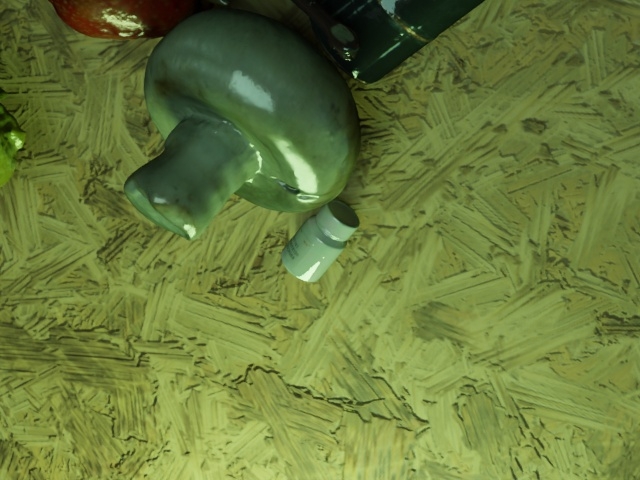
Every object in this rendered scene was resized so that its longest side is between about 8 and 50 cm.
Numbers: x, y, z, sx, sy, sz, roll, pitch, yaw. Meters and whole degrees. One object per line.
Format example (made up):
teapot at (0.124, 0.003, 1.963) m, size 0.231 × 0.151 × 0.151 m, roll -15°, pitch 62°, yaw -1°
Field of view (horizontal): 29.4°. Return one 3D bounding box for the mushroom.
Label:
mushroom at (-0.088, -0.097, 1.206) m, size 0.244 × 0.243 × 0.243 m, roll 7°, pitch 113°, yaw 18°

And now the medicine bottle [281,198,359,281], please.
medicine bottle at (0.000, 0.000, 1.325) m, size 0.052 × 0.052 × 0.089 m, roll 41°, pitch 119°, yaw 2°

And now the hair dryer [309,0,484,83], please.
hair dryer at (0.021, -0.345, 1.163) m, size 0.189 × 0.107 × 0.352 m, roll -33°, pitch 91°, yaw 29°

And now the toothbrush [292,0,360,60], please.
toothbrush at (-0.082, -0.296, 1.181) m, size 0.364 × 0.041 × 0.041 m, roll 46°, pitch 121°, yaw 22°

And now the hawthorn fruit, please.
hawthorn fruit at (-0.196, -0.275, 1.235) m, size 0.179 × 0.173 × 0.173 m, roll 21°, pitch 124°, yaw -31°

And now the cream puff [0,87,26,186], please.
cream puff at (-0.460, -0.157, 1.367) m, size 0.282 × 0.185 × 0.282 m, roll 19°, pitch 146°, yaw 14°
